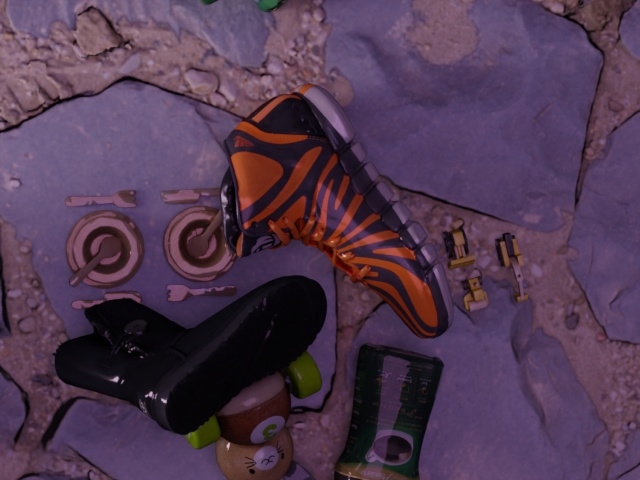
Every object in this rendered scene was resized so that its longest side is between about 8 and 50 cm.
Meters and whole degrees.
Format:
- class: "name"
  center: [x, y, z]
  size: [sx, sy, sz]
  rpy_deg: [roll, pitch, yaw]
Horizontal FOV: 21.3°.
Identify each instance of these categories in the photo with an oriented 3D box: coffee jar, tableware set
- class: "coffee jar"
  center: [0.074, 0.213, 1.917]
  size: [0.096, 0.079, 0.184]
  rpy_deg: [13, 87, -13]
- class: "tableware set"
  center: [-0.185, 0.006, 1.889]
  size: [0.194, 0.039, 0.128]
  rpy_deg: [-4, 91, -10]

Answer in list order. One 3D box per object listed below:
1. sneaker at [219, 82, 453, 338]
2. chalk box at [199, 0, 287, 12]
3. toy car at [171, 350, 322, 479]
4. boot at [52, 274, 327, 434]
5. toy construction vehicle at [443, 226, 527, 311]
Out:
- class: "sneaker"
  center: [0.000, 0.000, 1.870]
  size: [0.180, 0.124, 0.321]
  rpy_deg: [-33, 85, -21]
- class: "chalk box"
  center: [-0.037, -0.368, 1.843]
  size: [0.289, 0.179, 0.180]
  rpy_deg: [-36, 97, -7]
- class: "toy car"
  center: [-0.069, 0.227, 1.870]
  size: [0.155, 0.149, 0.188]
  rpy_deg: [-25, 106, -19]
- class: "boot"
  center: [-0.143, 0.095, 1.825]
  size: [0.246, 0.207, 0.094]
  rpy_deg: [-38, 128, -29]
- class: "toy construction vehicle"
  center: [0.192, 0.029, 1.959]
  size: [0.085, 0.035, 0.098]
  rpy_deg: [-11, 93, -10]
